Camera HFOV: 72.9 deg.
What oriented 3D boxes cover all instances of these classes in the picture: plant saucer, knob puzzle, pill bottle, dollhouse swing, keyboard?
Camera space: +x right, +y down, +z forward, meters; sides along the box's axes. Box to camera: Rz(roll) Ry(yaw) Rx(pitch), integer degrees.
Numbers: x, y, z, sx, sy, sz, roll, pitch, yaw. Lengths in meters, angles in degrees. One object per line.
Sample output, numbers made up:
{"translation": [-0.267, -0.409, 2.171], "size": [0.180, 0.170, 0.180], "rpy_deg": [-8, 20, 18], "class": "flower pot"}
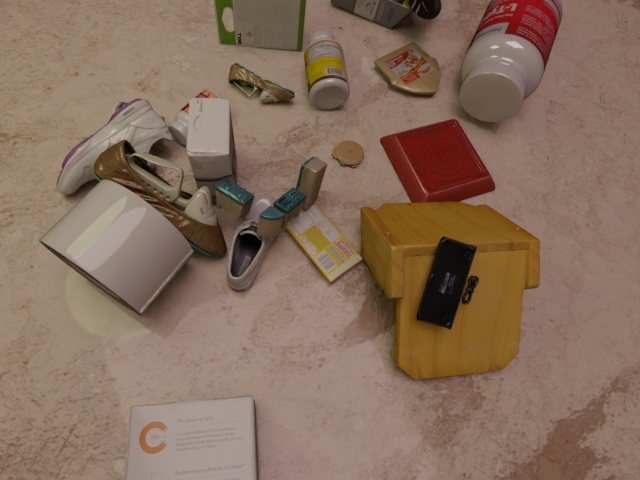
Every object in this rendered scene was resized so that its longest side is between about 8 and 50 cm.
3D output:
{"translation": [0.334, -0.227, 1.214], "size": [0.258, 0.048, 0.259], "rpy_deg": [-17, 70, -14], "class": "plant saucer"}
{"translation": [0.288, -0.518, 1.347], "size": [0.213, 0.030, 0.213], "rpy_deg": [3, 65, -6], "class": "knob puzzle"}
{"translation": [-0.327, -0.326, 1.153], "size": [0.086, 0.086, 0.152], "rpy_deg": [34, 66, 8], "class": "pill bottle"}
{"translation": [0.015, -0.498, 1.255], "size": [0.117, 0.117, 0.215], "rpy_deg": [-3, 66, -8], "class": "pill bottle"}
{"translation": [-0.478, -0.319, 1.141], "size": [0.120, 0.067, 0.067], "rpy_deg": [15, 65, 0], "class": "pill bottle"}
{"translation": [0.288, 0.103, 1.045], "size": [0.346, 0.305, 0.315], "rpy_deg": [-3, 26, -12], "class": "dollhouse swing"}
{"translation": [0.270, 0.091, 0.894], "size": [0.108, 0.023, 0.180], "rpy_deg": [17, 93, -6], "class": "keyboard"}
{"translation": [0.557, -0.556, 1.289], "size": [0.229, 0.229, 0.408], "rpy_deg": [26, 65, 5], "class": "pill bottle"}

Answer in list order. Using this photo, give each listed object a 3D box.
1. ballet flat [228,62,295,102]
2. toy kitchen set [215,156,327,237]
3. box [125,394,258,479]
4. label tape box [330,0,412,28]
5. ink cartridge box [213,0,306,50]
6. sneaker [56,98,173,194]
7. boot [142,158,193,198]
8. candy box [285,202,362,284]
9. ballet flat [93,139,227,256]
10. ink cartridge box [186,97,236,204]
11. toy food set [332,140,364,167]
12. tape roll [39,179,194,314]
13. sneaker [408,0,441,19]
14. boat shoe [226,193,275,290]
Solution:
{"translation": [-0.173, -0.435, 1.242], "size": [0.206, 0.073, 0.067], "rpy_deg": [28, 93, 8], "class": "ballet flat"}
{"translation": [-0.115, -0.130, 1.016], "size": [0.166, 0.122, 0.207], "rpy_deg": [32, 45, 13], "class": "toy kitchen set"}
{"translation": [-0.216, 0.468, 0.766], "size": [0.215, 0.168, 0.345], "rpy_deg": [-2, 67, -8], "class": "box"}
{"translation": [0.233, -0.838, 1.441], "size": [0.333, 0.106, 0.241], "rpy_deg": [24, 65, 1], "class": "label tape box"}
{"translation": [-0.174, -0.671, 1.270], "size": [0.255, 0.189, 0.097], "rpy_deg": [2, 67, -6], "class": "ink cartridge box"}
{"translation": [-0.500, -0.202, 1.058], "size": [0.305, 0.114, 0.152], "rpy_deg": [-43, 112, -5], "class": "sneaker"}
{"translation": [-0.394, -0.140, 1.025], "size": [0.197, 0.137, 0.077], "rpy_deg": [9, 44, -5], "class": "boot"}
{"translation": [0.000, 0.000, 1.080], "size": [0.105, 0.027, 0.206], "rpy_deg": [-33, 74, -24], "class": "candy box"}
{"translation": [-0.327, -0.099, 0.966], "size": [0.342, 0.116, 0.124], "rpy_deg": [38, 107, -15], "class": "ballet flat"}
{"translation": [-0.253, -0.206, 1.034], "size": [0.092, 0.219, 0.160], "rpy_deg": [-2, 67, -8], "class": "ink cartridge box"}
{"translation": [0.081, -0.241, 1.202], "size": [0.083, 0.020, 0.082], "rpy_deg": [-38, 76, -21], "class": "toy food set"}
{"translation": [-0.415, 0.017, 0.901], "size": [0.246, 0.246, 0.169], "rpy_deg": [31, 66, 7], "class": "tape roll"}
{"translation": [0.331, -0.804, 1.330], "size": [0.162, 0.106, 0.281], "rpy_deg": [-20, 71, -20], "class": "sneaker"}
{"translation": [-0.157, -0.008, 1.032], "size": [0.095, 0.084, 0.258], "rpy_deg": [11, 65, -2], "class": "boat shoe"}
